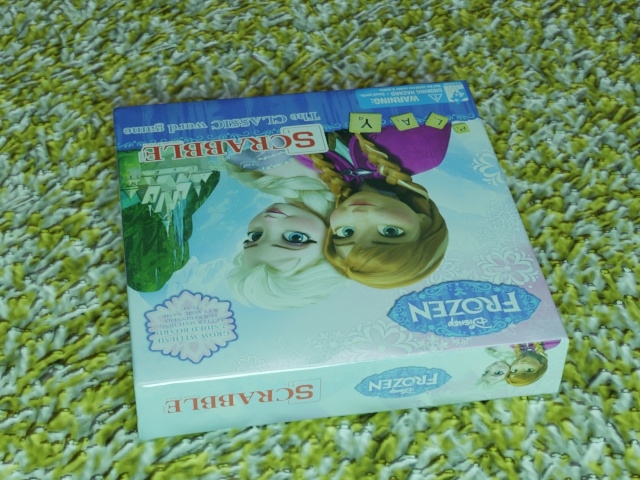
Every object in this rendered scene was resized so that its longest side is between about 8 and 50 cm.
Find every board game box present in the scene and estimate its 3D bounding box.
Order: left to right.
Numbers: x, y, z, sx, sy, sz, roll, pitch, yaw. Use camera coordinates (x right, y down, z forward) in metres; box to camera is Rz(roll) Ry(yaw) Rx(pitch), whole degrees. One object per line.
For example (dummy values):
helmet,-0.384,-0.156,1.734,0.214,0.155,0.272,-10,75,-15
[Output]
board game box,0.000,0.000,1.052,0.318,0.066,0.318,-6,45,-8
